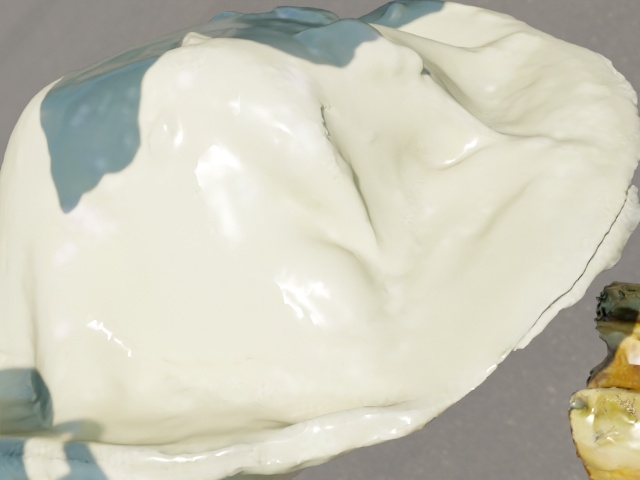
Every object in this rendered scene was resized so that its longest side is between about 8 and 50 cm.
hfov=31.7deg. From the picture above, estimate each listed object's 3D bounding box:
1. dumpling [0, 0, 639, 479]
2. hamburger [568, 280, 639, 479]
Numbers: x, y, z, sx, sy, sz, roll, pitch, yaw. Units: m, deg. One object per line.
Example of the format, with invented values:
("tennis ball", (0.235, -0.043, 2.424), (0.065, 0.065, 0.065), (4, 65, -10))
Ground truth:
("dumpling", (0.000, 0.000, 0.531), (0.315, 0.233, 0.395), (9, 39, 41))
("hamburger", (0.233, 0.133, 0.649), (0.130, 0.262, 0.124), (-9, 39, 32))
